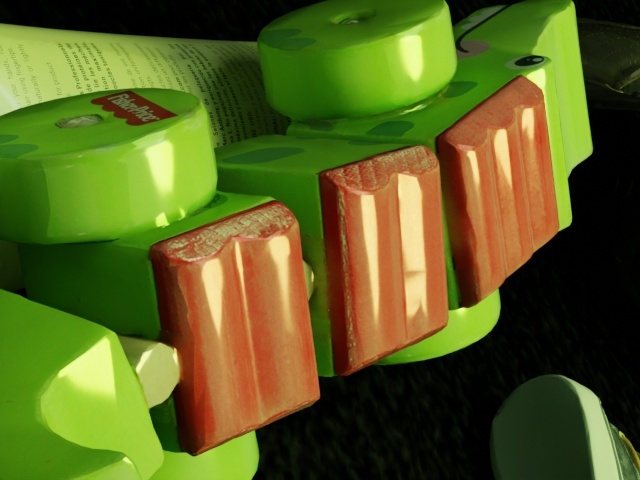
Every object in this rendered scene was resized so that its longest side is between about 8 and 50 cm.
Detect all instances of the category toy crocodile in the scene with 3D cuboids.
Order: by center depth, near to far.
[{"bbox_3d":[0.000,0.000,0.533,0.340,0.105,0.115,-29,118,-49],"label":"toy crocodile"}]

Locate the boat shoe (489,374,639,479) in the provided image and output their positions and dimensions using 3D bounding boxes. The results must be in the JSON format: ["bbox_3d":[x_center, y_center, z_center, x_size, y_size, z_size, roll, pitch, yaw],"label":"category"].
[{"bbox_3d":[0.116,0.143,0.703,0.083,0.065,0.183,38,37,-34],"label":"boat shoe"}]

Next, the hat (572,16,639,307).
[{"bbox_3d":[0.222,-0.016,0.884,0.331,0.331,0.134,-17,122,-60],"label":"hat"}]

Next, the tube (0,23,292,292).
[{"bbox_3d":[-0.054,-0.035,0.595,0.070,0.062,0.240,35,24,25],"label":"tube"}]
